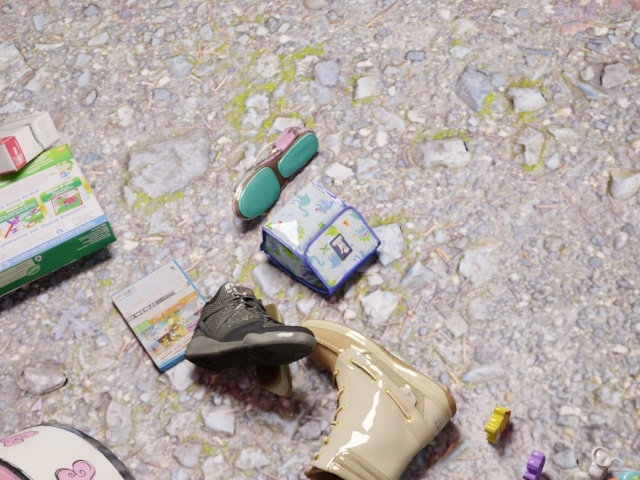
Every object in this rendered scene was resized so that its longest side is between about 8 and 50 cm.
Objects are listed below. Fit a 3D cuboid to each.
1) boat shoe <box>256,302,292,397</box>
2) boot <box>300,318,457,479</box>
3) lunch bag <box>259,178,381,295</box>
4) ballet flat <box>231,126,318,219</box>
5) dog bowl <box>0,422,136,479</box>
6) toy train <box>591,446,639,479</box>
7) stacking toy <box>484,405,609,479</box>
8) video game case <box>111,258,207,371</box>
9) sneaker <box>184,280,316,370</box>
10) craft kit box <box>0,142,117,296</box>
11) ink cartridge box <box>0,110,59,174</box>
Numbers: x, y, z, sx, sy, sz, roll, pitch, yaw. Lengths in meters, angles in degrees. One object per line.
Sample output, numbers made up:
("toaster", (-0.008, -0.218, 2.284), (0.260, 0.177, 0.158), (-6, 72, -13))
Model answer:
("boat shoe", (-0.068, 0.163, 1.632), (0.056, 0.048, 0.153), (-30, 44, 18))
("boot", (0.029, 0.240, 1.528), (0.262, 0.095, 0.203), (30, 65, 22))
("lunch bag", (0.000, 0.000, 1.711), (0.151, 0.096, 0.129), (39, 65, 15))
("ballet flat", (-0.091, -0.114, 1.825), (0.079, 0.077, 0.221), (13, 50, 39))
("dog bowl", (-0.350, 0.424, 1.260), (0.150, 0.408, 0.408), (-2, 36, -50))
("toy train", (0.371, 0.348, 1.381), (0.125, 0.046, 0.166), (30, 67, -10))
("stacking toy", (0.264, 0.340, 1.445), (0.167, 0.052, 0.221), (22, 62, 25))
("video game case", (-0.238, 0.114, 1.708), (0.119, 0.015, 0.166), (-31, 55, -15))
("sneaker", (-0.097, 0.116, 1.588), (0.228, 0.087, 0.130), (-9, 60, 42))
("craft kit box", (-0.492, -0.032, 1.807), (0.250, 0.061, 0.246), (-26, 48, -11))
("ink cartridge box", (-0.531, -0.164, 1.887), (0.099, 0.056, 0.135), (-9, 25, 29))
